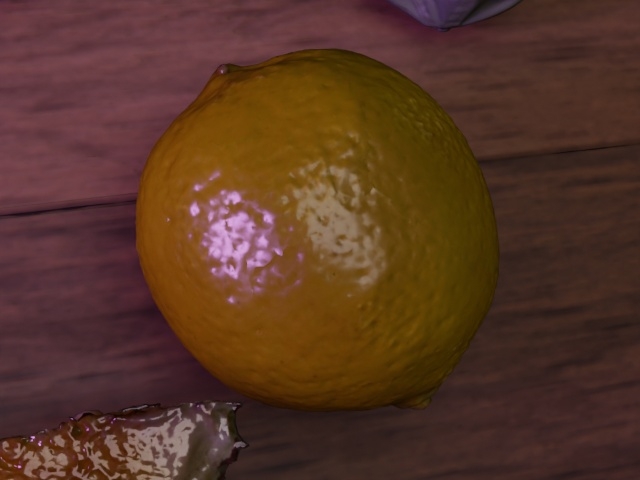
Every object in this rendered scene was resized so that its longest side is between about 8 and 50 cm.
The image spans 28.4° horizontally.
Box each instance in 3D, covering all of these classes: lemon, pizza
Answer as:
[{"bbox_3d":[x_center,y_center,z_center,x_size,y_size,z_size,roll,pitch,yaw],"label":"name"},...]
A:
[{"bbox_3d":[0.000,0.000,0.646,0.178,0.178,0.203,-31,93,-20],"label":"lemon"},{"bbox_3d":[-0.139,0.163,0.633,0.147,0.069,0.226,22,83,-4],"label":"pizza"}]

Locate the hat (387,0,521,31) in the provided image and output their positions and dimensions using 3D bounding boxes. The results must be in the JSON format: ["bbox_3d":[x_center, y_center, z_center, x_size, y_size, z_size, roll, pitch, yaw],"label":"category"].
[{"bbox_3d":[0.090,-0.190,0.772,0.122,0.081,0.166,27,51,29],"label":"hat"}]
